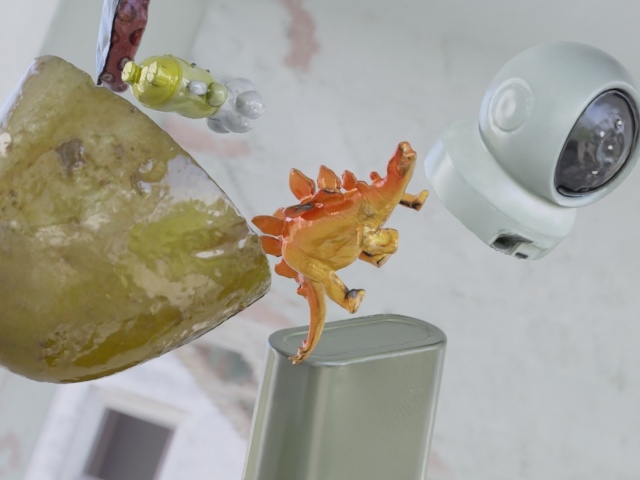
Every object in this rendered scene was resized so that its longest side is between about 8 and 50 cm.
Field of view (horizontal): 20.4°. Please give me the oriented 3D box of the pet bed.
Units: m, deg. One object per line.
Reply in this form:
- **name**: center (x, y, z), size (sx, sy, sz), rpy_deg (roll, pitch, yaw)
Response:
- **pet bed**: center (-0.245, -0.279, 2.206), size (0.053, 0.201, 0.201), rpy_deg (13, -13, -10)

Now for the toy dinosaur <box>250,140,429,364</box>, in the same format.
- **toy dinosaur**: center (0.000, 0.000, 1.482), size (0.117, 0.070, 0.288), rpy_deg (33, -42, -2)

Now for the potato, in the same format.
- **potato**: center (-0.152, 0.012, 1.087), size (0.203, 0.158, 0.178), rpy_deg (45, -21, -10)

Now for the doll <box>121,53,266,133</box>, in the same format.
- **doll**: center (-0.129, -0.152, 1.845), size (0.106, 0.062, 0.162), rpy_deg (8, -6, 43)

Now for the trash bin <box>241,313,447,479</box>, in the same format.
- **trash bin**: center (0.022, 0.216, 1.920), size (0.243, 0.247, 0.121), rpy_deg (-8, 23, -40)

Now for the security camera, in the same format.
- **security camera**: center (0.254, -0.117, 1.997), size (0.194, 0.236, 0.194), rpy_deg (32, 26, -18)
